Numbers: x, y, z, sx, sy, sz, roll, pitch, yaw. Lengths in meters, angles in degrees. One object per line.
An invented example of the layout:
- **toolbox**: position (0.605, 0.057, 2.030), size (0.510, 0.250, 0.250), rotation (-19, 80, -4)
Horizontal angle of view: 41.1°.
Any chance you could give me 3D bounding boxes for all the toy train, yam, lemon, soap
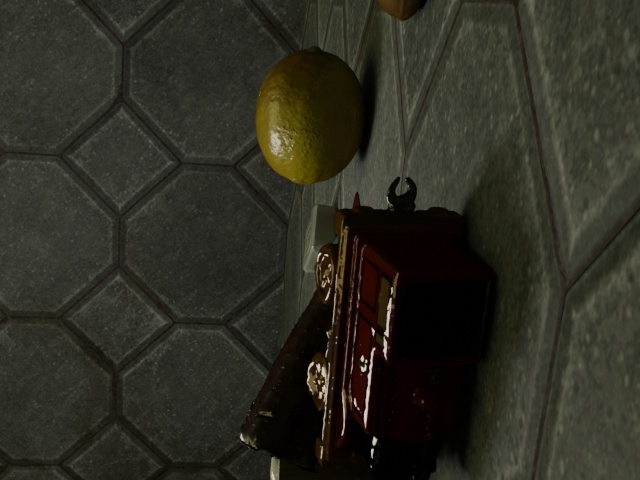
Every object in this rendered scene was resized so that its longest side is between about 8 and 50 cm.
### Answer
- **toy train**: position (0.092, 0.113, 1.001), size (0.231, 0.163, 0.369), rotation (-135, 48, -69)
- **yam**: position (-0.004, 0.178, 1.180), size (0.280, 0.131, 0.131), rotation (-62, -1, -18)
- **lemon**: position (-0.020, -0.249, 1.728), size (0.236, 0.235, 0.263), rotation (-101, -11, -63)
- **soap**: position (0.000, 0.000, 2.122), size (0.183, 0.063, 0.122), rotation (113, 162, -68)

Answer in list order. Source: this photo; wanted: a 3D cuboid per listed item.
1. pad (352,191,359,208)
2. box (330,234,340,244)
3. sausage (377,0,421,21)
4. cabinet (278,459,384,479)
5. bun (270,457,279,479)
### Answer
- **pad**: position (0.066, 0.044, 1.818), size (0.181, 0.004, 0.267), rotation (-95, 10, -49)
- **box**: position (0.046, 0.120, 1.471), size (0.153, 0.092, 0.245), rotation (128, 152, -77)
- **sausage**: position (0.118, -0.445, 1.189), size (0.354, 0.116, 0.134), rotation (97, 163, -56)
- **cabinet**: position (0.023, 0.306, 1.283), size (0.175, 0.148, 0.215), rotation (62, -155, -62)
- **bun**: position (-0.001, 0.439, 1.569), size (0.210, 0.116, 0.237), rotation (46, -143, -43)
